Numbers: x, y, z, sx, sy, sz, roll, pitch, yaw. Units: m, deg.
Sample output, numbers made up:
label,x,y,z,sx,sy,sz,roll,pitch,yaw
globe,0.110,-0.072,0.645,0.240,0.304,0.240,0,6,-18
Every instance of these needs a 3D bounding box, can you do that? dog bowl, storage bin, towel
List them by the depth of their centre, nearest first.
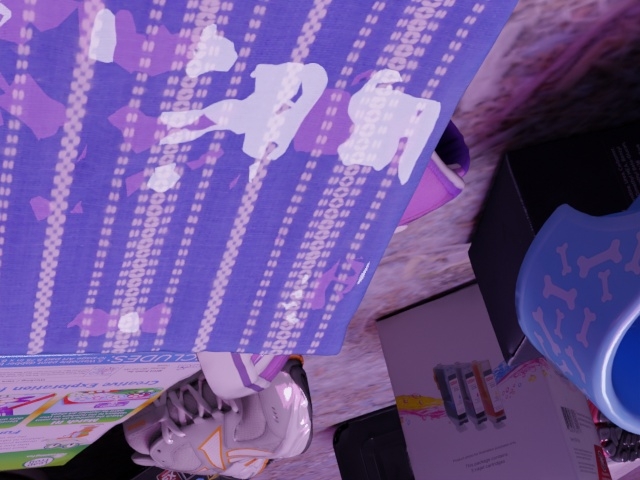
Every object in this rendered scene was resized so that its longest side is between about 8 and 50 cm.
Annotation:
label,x,y,z,sx,sy,sz,roll,pitch,yaw
towel,-0.113,-0.027,0.385,0.335,0.040,0.243,2,138,-21
dog bowl,0.229,-0.016,0.566,0.166,0.074,0.297,19,119,-28
storage bin,0.117,0.240,1.218,0.180,0.122,0.084,-20,158,13

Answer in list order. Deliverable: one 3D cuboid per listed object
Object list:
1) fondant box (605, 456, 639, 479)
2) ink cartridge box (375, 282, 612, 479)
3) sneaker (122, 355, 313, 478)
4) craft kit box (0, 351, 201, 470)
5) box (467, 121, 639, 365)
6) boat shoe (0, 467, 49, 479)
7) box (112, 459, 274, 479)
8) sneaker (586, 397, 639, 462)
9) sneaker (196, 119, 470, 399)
label,x,y,z,sx,sy,sz,roll,pitch,yaw
fondant box,0.261,0.314,1.540,0.330,0.096,0.238,-13,159,-9
ink cartridge box,0.142,0.134,0.903,0.127,0.176,0.128,-21,157,21
sneaker,-0.087,0.134,0.862,0.121,0.099,0.262,-2,154,-20
craft kit box,-0.229,0.096,0.722,0.249,0.061,0.246,4,149,-40
box,0.191,-0.001,0.713,0.158,0.093,0.156,-14,158,-7
boat shoe,-0.346,0.235,0.921,0.116,0.097,0.324,-26,157,21
box,-0.229,0.288,1.027,0.293,0.073,0.295,-38,174,42
sneaker,0.365,0.176,1.275,0.299,0.121,0.112,3,-179,-41
sneaker,0.000,0.001,0.583,0.161,0.102,0.282,-16,159,-6
